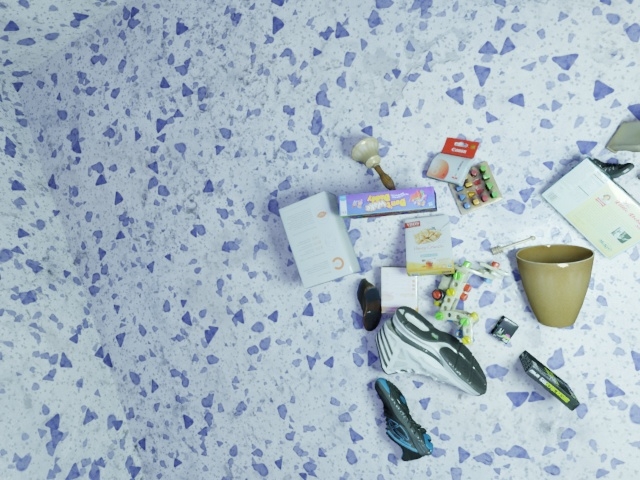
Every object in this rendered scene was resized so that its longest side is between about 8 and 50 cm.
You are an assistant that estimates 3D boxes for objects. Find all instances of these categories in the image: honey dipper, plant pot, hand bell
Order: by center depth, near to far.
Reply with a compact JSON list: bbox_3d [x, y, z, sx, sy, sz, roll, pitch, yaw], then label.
[{"bbox_3d":[0.818,0.164,1.452,0.237,0.237,0.254,-6,102,18],"label":"plant pot"},{"bbox_3d":[0.726,0.015,1.568,0.160,0.030,0.030,-23,83,14],"label":"honey dipper"},{"bbox_3d":[0.228,-0.278,1.634,0.126,0.126,0.242,-37,59,15],"label":"hand bell"}]

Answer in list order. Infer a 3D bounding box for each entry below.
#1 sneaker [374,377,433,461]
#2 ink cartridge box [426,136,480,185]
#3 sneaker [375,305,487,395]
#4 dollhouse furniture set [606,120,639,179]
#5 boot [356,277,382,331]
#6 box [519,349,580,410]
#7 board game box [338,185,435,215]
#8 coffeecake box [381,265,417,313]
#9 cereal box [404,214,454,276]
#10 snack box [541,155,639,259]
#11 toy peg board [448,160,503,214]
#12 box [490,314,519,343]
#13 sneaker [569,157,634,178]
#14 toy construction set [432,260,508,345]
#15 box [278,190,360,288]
[{"bbox_3d":[0.299,0.716,1.658,0.139,0.125,0.341,-36,78,19],"label":"sneaker"},{"bbox_3d":[0.506,-0.309,1.595,0.145,0.045,0.179,24,95,41],"label":"ink cartridge box"},{"bbox_3d":[0.409,0.473,1.633,0.447,0.169,0.257,40,125,4],"label":"sneaker"},{"bbox_3d":[1.139,-0.300,1.402,0.242,0.161,0.212,29,100,-7],"label":"dollhouse furniture set"},{"bbox_3d":[0.199,0.262,1.722,0.082,0.106,0.219,-6,116,-12],"label":"boot"},{"bbox_3d":[0.796,0.484,1.463,0.184,0.190,0.045,43,104,14],"label":"box"},{"bbox_3d":[0.266,-0.140,1.606,0.347,0.233,0.078,-4,89,18],"label":"board game box"},{"bbox_3d":[0.319,0.198,1.677,0.142,0.068,0.185,0,90,17],"label":"coffeecake box"},{"bbox_3d":[0.414,0.018,1.600,0.173,0.047,0.240,-7,58,17],"label":"cereal box"},{"bbox_3d":[0.962,-0.111,1.440,0.322,0.060,0.187,49,129,11],"label":"snack box"},{"bbox_3d":[0.586,-0.201,1.585,0.160,0.079,0.161,-22,83,16],"label":"toy peg board"},{"bbox_3d":[0.693,0.334,1.567,0.062,0.052,0.083,34,99,13],"label":"box"},{"bbox_3d":[0.974,-0.250,1.446,0.089,0.051,0.170,53,144,-6],"label":"sneaker"},{"bbox_3d":[0.546,0.205,1.562,0.215,0.151,0.328,30,92,40],"label":"toy construction set"},{"bbox_3d":[0.000,0.000,1.726,0.215,0.168,0.345,-20,84,16],"label":"box"}]
